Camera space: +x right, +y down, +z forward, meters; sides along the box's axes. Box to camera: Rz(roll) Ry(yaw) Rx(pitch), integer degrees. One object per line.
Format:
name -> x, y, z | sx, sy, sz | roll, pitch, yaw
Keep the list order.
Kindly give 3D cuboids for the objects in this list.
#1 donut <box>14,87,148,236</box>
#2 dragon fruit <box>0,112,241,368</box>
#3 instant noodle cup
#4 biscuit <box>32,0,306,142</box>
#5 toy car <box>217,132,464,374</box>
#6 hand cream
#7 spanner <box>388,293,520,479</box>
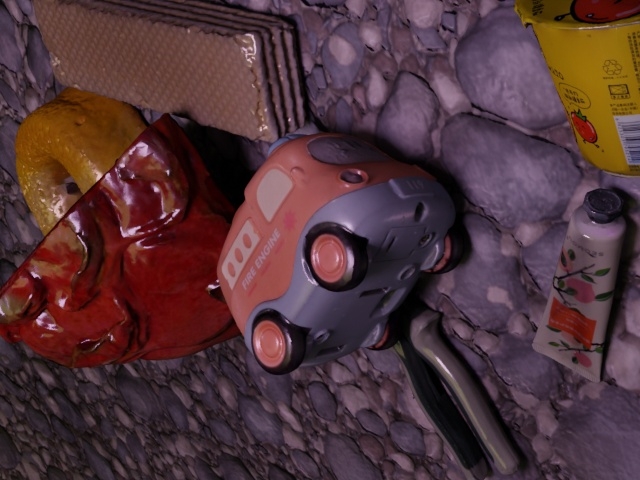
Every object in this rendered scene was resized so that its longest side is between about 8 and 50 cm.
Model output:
donut -> -0.314, -0.064, 1.686 | 0.303, 0.110, 0.302 | 30, 135, 35
dragon fruit -> -0.217, 0.054, 1.429 | 0.286, 0.329, 0.228 | 55, 166, -7
instant noodle cup -> 0.253, -0.140, 0.930 | 0.182, 0.182, 0.144 | 12, 132, 44
biscuit -> -0.192, -0.221, 1.457 | 0.426, 0.078, 0.144 | 21, 131, 40
toy car -> 0.000, 0.000, 1.290 | 0.212, 0.181, 0.270 | 52, 127, 26
hand cream -> 0.251, 0.047, 1.171 | 0.080, 0.050, 0.234 | 30, 142, 27
spanner -> 0.117, 0.130, 1.383 | 0.096, 0.040, 0.324 | -29, 92, 53
